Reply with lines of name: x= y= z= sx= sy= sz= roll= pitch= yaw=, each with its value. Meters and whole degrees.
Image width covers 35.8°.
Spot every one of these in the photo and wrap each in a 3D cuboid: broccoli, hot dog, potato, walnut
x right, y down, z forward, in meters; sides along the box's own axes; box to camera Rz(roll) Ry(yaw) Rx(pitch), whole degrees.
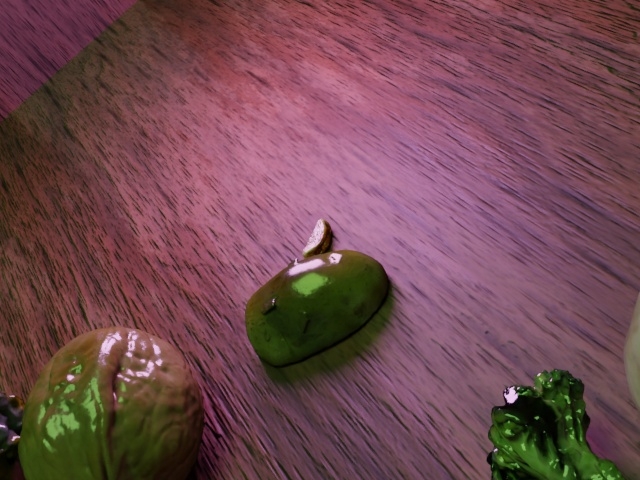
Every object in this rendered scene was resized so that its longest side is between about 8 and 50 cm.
broccoli: x=0.310 y=0.287 z=1.108 sx=0.145 sy=0.165 sz=0.304 roll=-17 pitch=44 yaw=-21
hot dog: x=0.000 y=0.000 z=1.775 sx=0.034 sy=0.030 sz=0.090 roll=0 pitch=52 yaw=41
potato: x=-0.027 y=0.094 z=1.633 sx=0.271 sy=0.111 sz=0.160 roll=-26 pitch=36 yaw=18
walnut: x=-0.327 y=0.293 z=1.565 sx=0.252 sy=0.277 sz=0.313 roll=-56 pitch=29 yaw=35

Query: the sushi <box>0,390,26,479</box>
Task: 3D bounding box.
sushi: x=-0.590 y=0.416 z=1.566 sx=0.240 sy=0.396 sz=0.351 roll=-15 pitch=50 yaw=25

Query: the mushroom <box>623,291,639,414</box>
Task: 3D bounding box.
mushroom: x=0.507 y=0.111 z=1.035 sx=0.336 sy=0.314 sz=0.314 roll=-19 pitch=29 yaw=-23
